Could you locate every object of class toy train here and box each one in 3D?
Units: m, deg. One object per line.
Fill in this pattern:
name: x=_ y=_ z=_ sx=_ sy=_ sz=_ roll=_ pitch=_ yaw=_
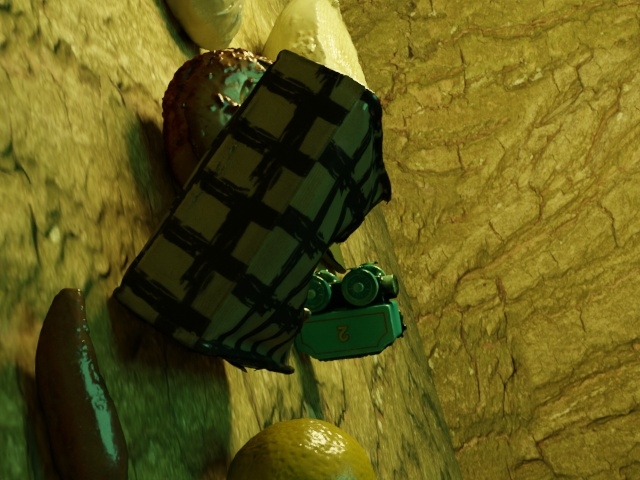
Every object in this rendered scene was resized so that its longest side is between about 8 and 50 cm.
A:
toy train: x=0.045 y=0.128 z=1.514 sx=0.112 sy=0.203 sz=0.163 roll=-7 pitch=87 yaw=-73

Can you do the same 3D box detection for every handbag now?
handbag: x=-0.048 y=-0.007 z=1.003 sx=0.163 sy=0.325 sz=0.327 roll=31 pitch=-8 yaw=20

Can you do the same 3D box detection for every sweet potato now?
sweet potato: x=-0.186 y=0.165 z=0.692 sx=0.078 sy=0.058 sz=0.255 roll=179 pitch=-104 yaw=-80

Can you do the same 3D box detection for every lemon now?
lemon: x=-0.023 y=0.294 z=0.970 sx=0.203 sy=0.178 sz=0.178 roll=-38 pitch=110 yaw=-80

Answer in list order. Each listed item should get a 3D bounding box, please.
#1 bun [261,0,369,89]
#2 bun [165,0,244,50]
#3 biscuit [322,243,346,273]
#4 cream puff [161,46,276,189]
bun: x=-0.025 y=-0.390 z=2.008 sx=0.364 sy=0.202 sz=0.364 roll=-15 pitch=90 yaw=-73
bun: x=-0.191 y=-0.437 z=1.458 sx=0.222 sy=0.128 sz=0.222 roll=-21 pitch=90 yaw=-78
biscuit: x=0.000 y=0.000 z=1.915 sx=0.322 sy=0.038 sz=0.099 roll=43 pitch=28 yaw=-67
cream puff: x=-0.116 y=-0.141 z=1.183 sx=0.240 sy=0.164 sz=0.240 roll=17 pitch=64 yaw=-39
